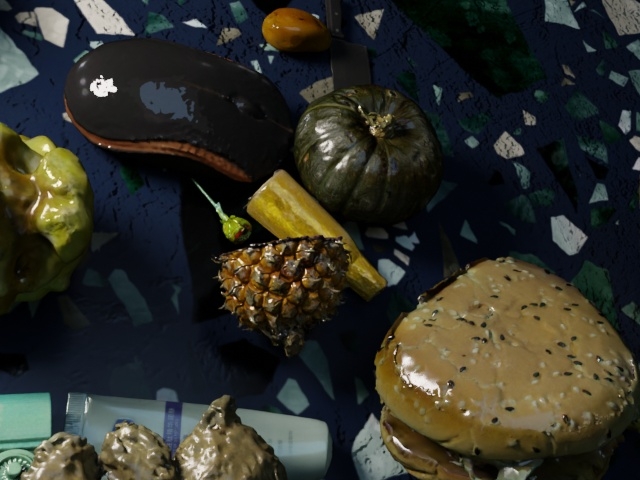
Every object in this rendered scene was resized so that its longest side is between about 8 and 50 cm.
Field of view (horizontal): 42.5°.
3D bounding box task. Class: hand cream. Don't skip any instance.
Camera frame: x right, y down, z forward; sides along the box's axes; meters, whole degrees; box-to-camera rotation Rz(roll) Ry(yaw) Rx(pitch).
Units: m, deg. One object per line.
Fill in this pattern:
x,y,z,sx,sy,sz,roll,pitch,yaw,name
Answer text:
-0.142,0.245,0.982,0.321,0.067,0.109,5,63,-10,hand cream

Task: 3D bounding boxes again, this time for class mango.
-0.036,-0.330,1.304,0.114,0.060,0.080,8,46,-14,mango

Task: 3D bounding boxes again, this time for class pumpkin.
0.071,-0.125,1.178,0.224,0.157,0.223,10,55,-15,pumpkin

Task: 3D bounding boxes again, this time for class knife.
0.046,-0.302,1.348,0.072,0.019,0.245,6,65,-22,knife

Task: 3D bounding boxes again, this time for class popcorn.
-0.384,-0.023,0.912,0.250,0.242,0.235,-10,71,-21,popcorn

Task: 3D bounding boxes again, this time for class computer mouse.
-0.188,-0.184,1.141,0.323,0.116,0.183,11,66,-16,computer mouse

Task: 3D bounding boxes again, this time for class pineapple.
-0.043,0.079,1.036,0.176,0.161,0.137,-6,77,-7,pineapple

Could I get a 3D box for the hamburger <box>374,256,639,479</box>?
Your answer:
0.242,0.184,1.023,0.277,0.195,0.318,32,47,33,hamburger

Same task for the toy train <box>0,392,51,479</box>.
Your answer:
-0.391,0.228,0.870,0.248,0.101,0.159,3,47,-20,toy train

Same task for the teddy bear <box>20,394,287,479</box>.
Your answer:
-0.146,0.289,0.861,0.256,0.156,0.267,-29,104,-41,teddy bear

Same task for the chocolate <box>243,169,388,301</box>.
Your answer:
0.000,0.000,1.135,0.219,0.085,0.085,42,58,4,chocolate

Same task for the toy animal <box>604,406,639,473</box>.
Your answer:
0.378,0.277,1.142,0.136,0.073,0.181,39,54,-7,toy animal

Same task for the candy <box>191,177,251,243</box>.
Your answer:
-0.140,-0.045,1.139,0.123,0.035,0.035,48,14,19,candy
